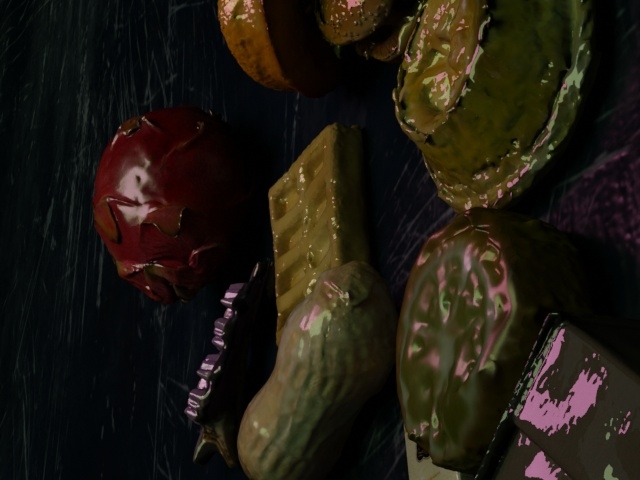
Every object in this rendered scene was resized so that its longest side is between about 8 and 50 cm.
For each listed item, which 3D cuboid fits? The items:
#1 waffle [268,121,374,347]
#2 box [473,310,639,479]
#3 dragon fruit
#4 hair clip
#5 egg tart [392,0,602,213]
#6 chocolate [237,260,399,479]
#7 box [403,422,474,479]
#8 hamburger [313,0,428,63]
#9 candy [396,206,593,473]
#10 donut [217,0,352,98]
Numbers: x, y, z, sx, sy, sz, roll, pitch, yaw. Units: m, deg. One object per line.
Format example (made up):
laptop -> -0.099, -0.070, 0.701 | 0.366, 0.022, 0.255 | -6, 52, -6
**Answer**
waffle -> 0.000, 0.000, 1.904 | 0.168, 0.057, 0.274 | -46, 38, 46
box -> 0.261, 0.164, 1.065 | 0.153, 0.252, 0.188 | 47, 121, 55
dragon fruit -> -0.208, -0.068, 2.186 | 0.250, 0.250, 0.315 | -26, 36, 58
hair clip -> -0.115, 0.160, 2.044 | 0.106, 0.084, 0.292 | 29, -106, -71
egg tart -> 0.163, -0.174, 1.588 | 0.315, 0.120, 0.315 | -41, 42, 52
chocolate -> -0.001, 0.164, 1.747 | 0.309, 0.134, 0.134 | -66, 27, 25
box -> 0.119, 0.200, 1.596 | 0.090, 0.024, 0.167 | -48, 37, 46
hamburger -> 0.074, -0.307, 1.848 | 0.191, 0.118, 0.181 | 4, 84, 60
candy -> 0.157, 0.096, 1.465 | 0.260, 0.118, 0.260 | -43, 40, 53
donut -> -0.036, -0.303, 1.949 | 0.118, 0.253, 0.253 | -9, 65, 27
